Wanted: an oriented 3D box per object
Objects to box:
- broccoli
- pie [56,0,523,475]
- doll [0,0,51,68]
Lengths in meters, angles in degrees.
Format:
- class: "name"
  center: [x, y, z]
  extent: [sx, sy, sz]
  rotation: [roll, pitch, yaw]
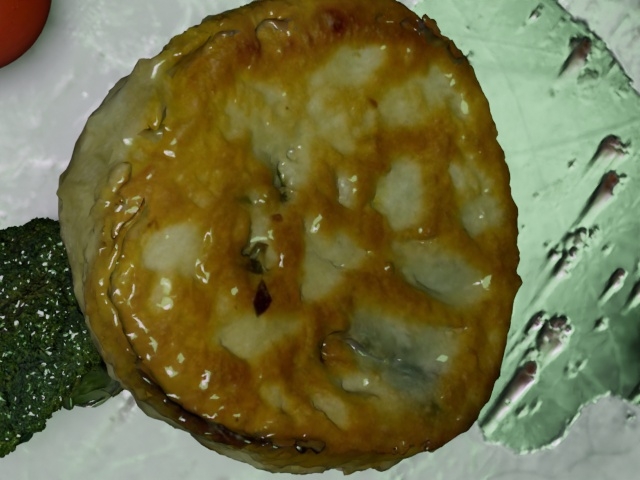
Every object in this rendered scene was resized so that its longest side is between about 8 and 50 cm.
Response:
- class: "broccoli"
  center: [-0.171, 0.053, 0.667]
  extent: [0.138, 0.146, 0.162]
  rotation: [28, 104, -44]
- class: "pie"
  center: [0.000, 0.000, 0.658]
  extent: [0.315, 0.092, 0.315]
  rotation: [6, 79, -33]
- class: "doll"
  center: [-0.234, -0.170, 0.648]
  extent: [0.290, 0.130, 0.161]
  rotation: [-47, 111, -9]
